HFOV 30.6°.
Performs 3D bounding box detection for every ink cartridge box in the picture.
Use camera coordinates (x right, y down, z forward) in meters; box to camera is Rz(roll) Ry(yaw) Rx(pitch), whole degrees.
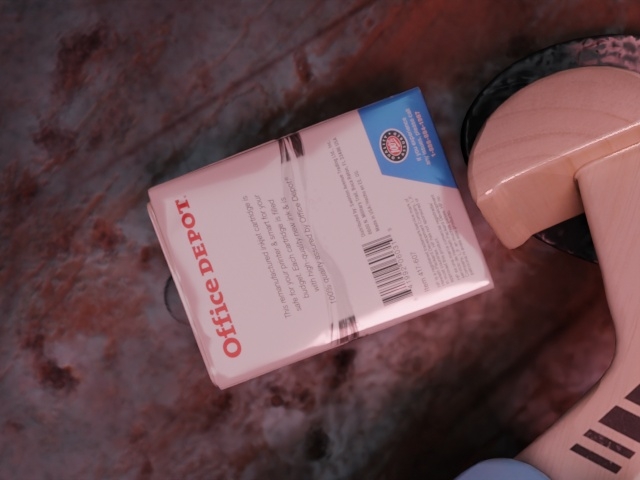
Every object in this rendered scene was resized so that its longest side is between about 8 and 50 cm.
[{"bbox_3d":[0.000,0.000,0.825,0.203,0.086,0.148,-20,87,3],"label":"ink cartridge box"}]

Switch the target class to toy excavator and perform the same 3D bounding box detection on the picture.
[{"bbox_3d":[0.145,0.170,0.638,0.445,0.222,0.433,-44,56,-1],"label":"toy excavator"}]

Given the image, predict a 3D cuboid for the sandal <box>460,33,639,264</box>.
[{"bbox_3d":[0.315,-0.026,0.794,0.445,0.107,0.168,21,89,5],"label":"sandal"}]
